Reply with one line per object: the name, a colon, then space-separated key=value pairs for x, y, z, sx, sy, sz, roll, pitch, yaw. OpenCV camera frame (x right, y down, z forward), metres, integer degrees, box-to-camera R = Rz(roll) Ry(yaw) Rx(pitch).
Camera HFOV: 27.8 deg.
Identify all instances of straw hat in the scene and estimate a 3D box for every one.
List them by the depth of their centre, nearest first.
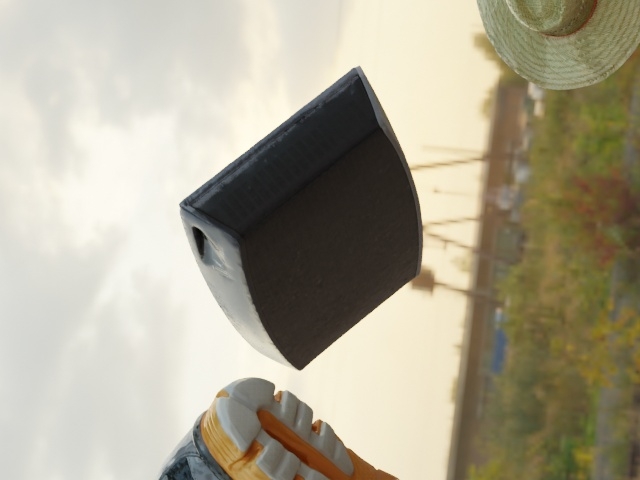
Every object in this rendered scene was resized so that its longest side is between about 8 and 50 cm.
straw hat: x=0.156 y=-0.174 z=0.881 sx=0.061 sy=0.144 sz=0.144 roll=-14 pitch=-68 yaw=-57

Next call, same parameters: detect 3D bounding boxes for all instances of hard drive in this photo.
hard drive: x=0.000 y=0.000 z=0.942 sx=0.172 sy=0.054 sz=0.254 roll=-39 pitch=-27 yaw=-10

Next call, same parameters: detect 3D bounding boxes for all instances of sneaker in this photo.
sneaker: x=0.009 y=0.156 z=0.629 sx=0.083 sy=0.215 sz=0.084 roll=-40 pitch=15 yaw=24
